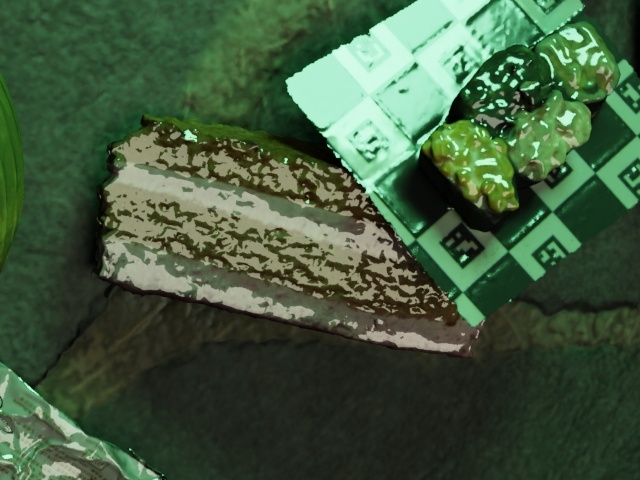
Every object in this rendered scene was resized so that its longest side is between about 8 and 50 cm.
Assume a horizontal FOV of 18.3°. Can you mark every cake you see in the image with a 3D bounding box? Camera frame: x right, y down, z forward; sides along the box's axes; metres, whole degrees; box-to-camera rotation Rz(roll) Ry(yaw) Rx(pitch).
[{"bbox_3d":[0.000,0.000,1.255,0.295,0.113,0.116,10,101,-25],"label":"cake"}]

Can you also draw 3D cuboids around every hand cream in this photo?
[{"bbox_3d":[-0.149,0.155,1.259,0.257,0.050,0.084,38,90,-29],"label":"hand cream"}]

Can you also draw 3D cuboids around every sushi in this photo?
[{"bbox_3d":[0.120,-0.084,1.238,0.215,0.050,0.192,-35,84,-25],"label":"sushi"}]

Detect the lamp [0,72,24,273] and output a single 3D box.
[{"bbox_3d":[-0.267,-0.047,1.034,0.250,0.284,0.250,6,116,13],"label":"lamp"}]
